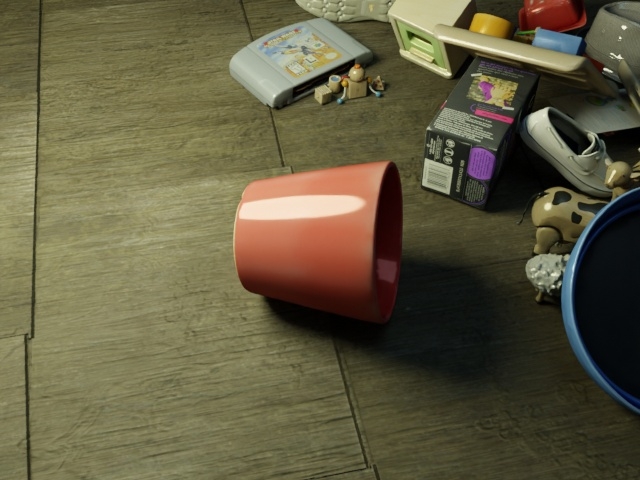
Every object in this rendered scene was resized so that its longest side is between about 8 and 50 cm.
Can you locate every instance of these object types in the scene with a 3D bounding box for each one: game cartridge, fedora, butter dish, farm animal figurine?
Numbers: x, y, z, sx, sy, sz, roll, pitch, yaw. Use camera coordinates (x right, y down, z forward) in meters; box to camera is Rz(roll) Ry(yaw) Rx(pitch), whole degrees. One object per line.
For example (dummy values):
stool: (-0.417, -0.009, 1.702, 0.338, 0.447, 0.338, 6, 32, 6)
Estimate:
game cartridge: (-0.051, -0.421, 1.770, 0.297, 0.062, 0.198, -31, 61, -26)
fedora: (0.739, -0.474, 1.787, 0.244, 0.124, 0.275, -16, 48, -21)
butter dish: (0.559, -0.585, 1.872, 0.160, 0.118, 0.160, -11, 44, 22)
farm animal figurine: (0.530, -0.038, 1.377, 0.327, 0.172, 0.330, 5, 49, 2)

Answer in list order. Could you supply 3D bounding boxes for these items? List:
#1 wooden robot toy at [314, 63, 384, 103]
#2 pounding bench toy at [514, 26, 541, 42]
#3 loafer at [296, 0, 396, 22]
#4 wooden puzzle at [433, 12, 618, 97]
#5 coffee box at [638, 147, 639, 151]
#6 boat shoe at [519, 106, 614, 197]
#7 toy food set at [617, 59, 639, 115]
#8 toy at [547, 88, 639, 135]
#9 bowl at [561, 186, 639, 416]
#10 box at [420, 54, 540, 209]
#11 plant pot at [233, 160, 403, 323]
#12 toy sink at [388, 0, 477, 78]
wooden robot toy: (0.069, -0.363, 1.705, 0.173, 0.079, 0.076, -12, 51, -13)
pounding bench toy: (0.487, -0.479, 1.819, 0.065, 0.083, 0.052, 22, 52, 15)
loafer: (0.095, -0.612, 1.911, 0.319, 0.112, 0.111, 6, 43, -7)
wooden puzzle: (0.447, -0.397, 1.607, 0.322, 0.080, 0.348, 24, 14, 30)
coffee box: (0.739, -0.094, 1.379, 0.168, 0.119, 0.297, -18, 69, -50)
boat shoe: (0.509, -0.170, 1.486, 0.258, 0.084, 0.095, 27, 65, -17)
toy food set: (0.800, -0.288, 1.624, 0.306, 0.092, 0.219, 8, 47, -17)
toy: (0.620, -0.267, 1.659, 0.237, 0.056, 0.137, -14, 47, -20)
bowl: (0.572, 0.101, 1.211, 0.391, 0.077, 0.391, 1, 80, -4)
box: (0.321, -0.221, 1.532, 0.143, 0.165, 0.270, 22, 51, 19)
plant pot: (0.000, 0.000, 1.281, 0.243, 0.275, 0.275, 2, 48, 14)
toy sink: (0.268, -0.475, 1.759, 0.153, 0.234, 0.131, 33, 85, 23)
